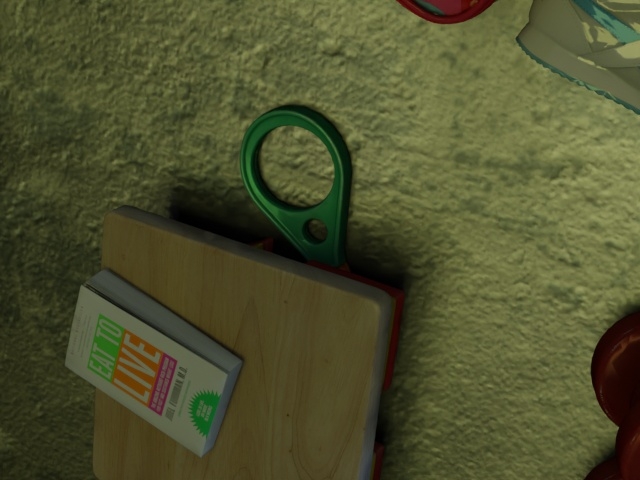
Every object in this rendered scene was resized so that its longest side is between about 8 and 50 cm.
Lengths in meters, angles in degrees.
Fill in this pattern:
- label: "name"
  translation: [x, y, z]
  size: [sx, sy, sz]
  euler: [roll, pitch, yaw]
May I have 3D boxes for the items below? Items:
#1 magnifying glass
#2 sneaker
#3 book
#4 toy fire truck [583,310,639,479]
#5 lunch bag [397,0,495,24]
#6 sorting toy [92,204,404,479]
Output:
- label: "magnifying glass"
  translation: [0.000, 0.000, 1.341]
  size: [0.092, 0.026, 0.231]
  euler: [-15, 102, 25]
- label: "sneaker"
  translation: [0.259, -0.135, 1.164]
  size: [0.228, 0.087, 0.092]
  euler: [26, 113, 9]
- label: "book"
  translation: [-0.138, 0.101, 1.319]
  size: [0.144, 0.035, 0.096]
  euler: [31, 125, 16]
- label: "toy fire truck"
  translation: [0.332, 0.192, 1.215]
  size: [0.254, 0.169, 0.302]
  euler: [3, 110, 0]
- label: "lunch bag"
  translation: [0.059, -0.307, 1.171]
  size: [0.293, 0.120, 0.258]
  euler: [43, 121, 4]
- label: "sorting toy"
  translation: [-0.057, 0.113, 1.347]
  size: [0.255, 0.089, 0.257]
  euler: [18, 117, 24]
